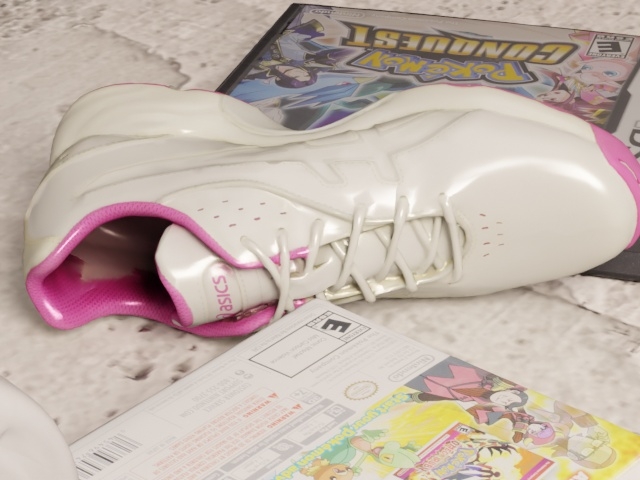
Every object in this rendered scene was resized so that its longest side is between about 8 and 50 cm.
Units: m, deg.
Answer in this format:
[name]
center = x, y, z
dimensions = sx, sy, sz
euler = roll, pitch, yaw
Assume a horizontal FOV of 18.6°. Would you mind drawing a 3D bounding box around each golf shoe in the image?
[golf shoe]
center = 0.000, 0.000, 0.933
dimensions = 0.306, 0.115, 0.140
euler = 0, 37, 18

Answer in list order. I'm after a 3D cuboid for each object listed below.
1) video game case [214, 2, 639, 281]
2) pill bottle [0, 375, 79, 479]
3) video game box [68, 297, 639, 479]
[video game case]
center = 0.074, -0.066, 1.109
dimensions = 0.275, 0.035, 0.248
euler = 8, 30, 16
[pill bottle]
center = -0.230, 0.074, 0.742
dimensions = 0.152, 0.152, 0.272
euler = -26, 37, -38
[video game box]
center = 0.003, 0.108, 0.780
dimensions = 0.187, 0.048, 0.205
euler = 20, 35, 37
